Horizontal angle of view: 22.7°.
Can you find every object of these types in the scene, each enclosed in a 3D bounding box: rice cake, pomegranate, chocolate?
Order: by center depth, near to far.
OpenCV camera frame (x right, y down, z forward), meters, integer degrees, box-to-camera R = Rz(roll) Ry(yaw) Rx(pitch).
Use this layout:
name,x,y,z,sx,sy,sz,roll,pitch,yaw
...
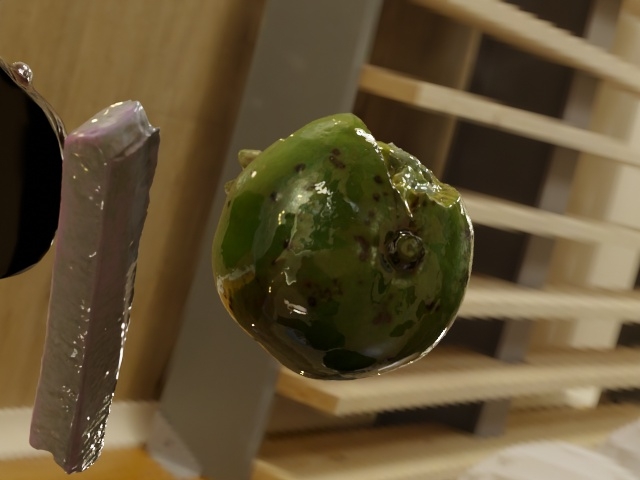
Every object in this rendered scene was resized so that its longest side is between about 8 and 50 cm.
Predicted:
name,x,y,z,sx,sy,sz,roll,pitch,yaw
rice cake,-0.188,0.046,1.295,0.072,0.056,0.365,-42,-27,-49
pomegranate,0.000,0.000,1.443,0.236,0.302,0.236,-8,-73,-28
chocolate,-0.392,-0.117,1.493,0.340,0.210,0.225,36,-86,-21
